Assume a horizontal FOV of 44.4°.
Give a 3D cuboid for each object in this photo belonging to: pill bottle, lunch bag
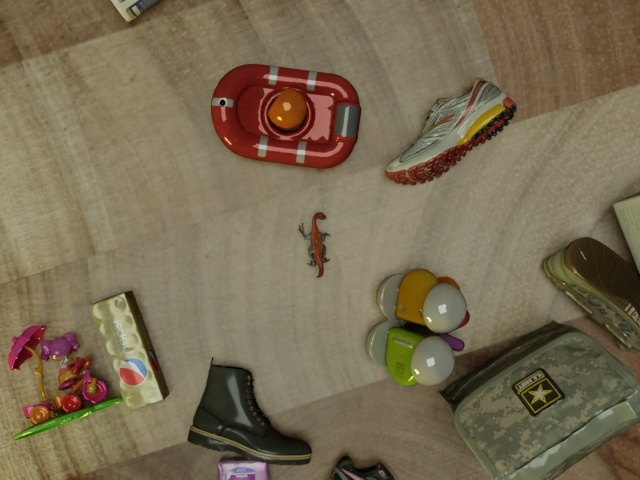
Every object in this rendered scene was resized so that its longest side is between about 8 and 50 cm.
[{"bbox_3d":[-0.275,-0.405,1.232,0.120,0.067,0.067,-35,91,0],"label":"pill bottle"},{"bbox_3d":[0.318,0.245,1.135,0.235,0.287,0.169,-33,91,0],"label":"lunch bag"}]

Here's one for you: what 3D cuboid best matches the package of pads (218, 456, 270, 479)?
[{"bbox_3d":[-0.121,0.374,1.256,0.083,0.032,0.050,-3,89,-1],"label":"package of pads"}]

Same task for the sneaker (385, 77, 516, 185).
[{"bbox_3d":[0.195,-0.169,1.242,0.225,0.088,0.092,-36,70,0],"label":"sneaker"}]

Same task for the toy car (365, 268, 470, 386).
[{"bbox_3d":[0.167,0.138,1.217,0.136,0.159,0.182,12,90,-37],"label":"toy car"}]

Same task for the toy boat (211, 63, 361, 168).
[{"bbox_3d":[-0.053,-0.195,1.194,0.231,0.151,0.151,7,90,-1],"label":"toy boat"}]

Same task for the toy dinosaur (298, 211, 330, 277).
[{"bbox_3d":[0.000,0.000,1.241,0.047,0.090,0.082,-10,122,-16],"label":"toy dinosaur"}]

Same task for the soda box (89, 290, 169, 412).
[{"bbox_3d":[-0.301,0.174,1.240,0.061,0.058,0.181,-20,91,0],"label":"soda box"}]

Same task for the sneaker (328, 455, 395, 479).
[{"bbox_3d":[0.098,0.396,1.243,0.178,0.072,0.077,21,79,-6],"label":"sneaker"}]

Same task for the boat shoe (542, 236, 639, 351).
[{"bbox_3d":[0.485,0.104,1.244,0.285,0.089,0.104,42,64,-3],"label":"boat shoe"}]

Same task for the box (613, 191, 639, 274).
[{"bbox_3d":[0.576,-0.012,1.188,0.181,0.119,0.181,-20,88,-24],"label":"box"}]

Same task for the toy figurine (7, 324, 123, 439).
[{"bbox_3d":[-0.413,0.205,1.223,0.173,0.130,0.159,-17,81,-22],"label":"toy figurine"}]

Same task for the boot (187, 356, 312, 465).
[{"bbox_3d":[-0.100,0.271,1.239,0.198,0.077,0.137,12,85,-2],"label":"boot"}]
